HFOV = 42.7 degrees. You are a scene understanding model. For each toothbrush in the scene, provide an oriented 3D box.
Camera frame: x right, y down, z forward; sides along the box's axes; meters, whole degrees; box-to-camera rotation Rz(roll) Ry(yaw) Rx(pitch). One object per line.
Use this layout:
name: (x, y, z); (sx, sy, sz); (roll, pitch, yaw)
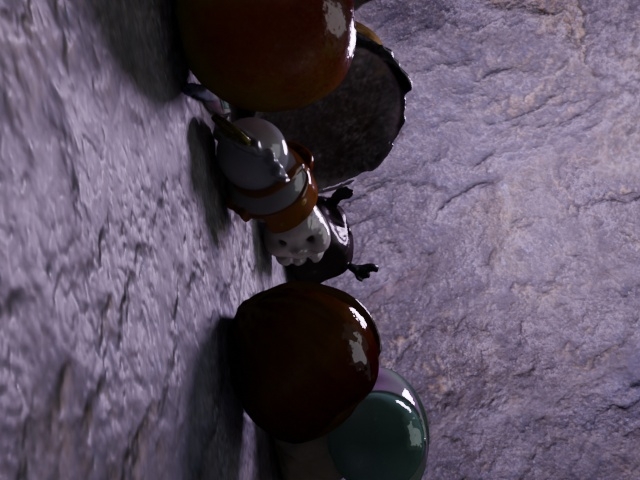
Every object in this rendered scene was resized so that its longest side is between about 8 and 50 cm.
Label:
toothbrush: (-0.150, -0.190, 1.106); (0.269, 0.021, 0.027); (-50, 121, -85)

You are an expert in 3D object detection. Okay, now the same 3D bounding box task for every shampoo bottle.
shampoo bottle: (0.100, 0.318, 1.337); (0.349, 0.151, 0.222); (45, 38, -77)

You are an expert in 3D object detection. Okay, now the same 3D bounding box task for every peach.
peach: (-0.064, -0.267, 1.016); (0.231, 0.230, 0.231); (-7, 90, -86)

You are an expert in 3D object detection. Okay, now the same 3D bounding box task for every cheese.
cheese: (-0.025, 0.275, 1.461); (0.326, 0.115, 0.318); (-89, 171, -57)

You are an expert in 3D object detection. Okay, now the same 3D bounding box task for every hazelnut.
hazelnut: (-0.031, 0.157, 1.119); (0.251, 0.217, 0.217); (-155, -122, -83)

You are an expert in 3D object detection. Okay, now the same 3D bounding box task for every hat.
hat: (0.025, 0.000, 2.011); (0.336, 0.208, 0.238); (70, 10, -80)

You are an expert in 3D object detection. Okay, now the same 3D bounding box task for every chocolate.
chocolate: (-0.017, -0.261, 1.476); (0.213, 0.303, 0.303); (-125, -161, -47)

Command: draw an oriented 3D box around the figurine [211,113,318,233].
figurine: (-0.090, -0.096, 1.173); (0.271, 0.143, 0.143); (27, 54, -61)

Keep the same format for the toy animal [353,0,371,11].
toy animal: (-0.068, -0.483, 1.501); (0.344, 0.302, 0.194); (-20, 100, -61)

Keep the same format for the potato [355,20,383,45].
potato: (0.050, -0.369, 1.649); (0.234, 0.146, 0.150); (-126, -133, -62)

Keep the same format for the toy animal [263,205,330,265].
toy animal: (-0.047, -0.040, 1.590); (0.193, 0.127, 0.179); (69, 12, -70)
